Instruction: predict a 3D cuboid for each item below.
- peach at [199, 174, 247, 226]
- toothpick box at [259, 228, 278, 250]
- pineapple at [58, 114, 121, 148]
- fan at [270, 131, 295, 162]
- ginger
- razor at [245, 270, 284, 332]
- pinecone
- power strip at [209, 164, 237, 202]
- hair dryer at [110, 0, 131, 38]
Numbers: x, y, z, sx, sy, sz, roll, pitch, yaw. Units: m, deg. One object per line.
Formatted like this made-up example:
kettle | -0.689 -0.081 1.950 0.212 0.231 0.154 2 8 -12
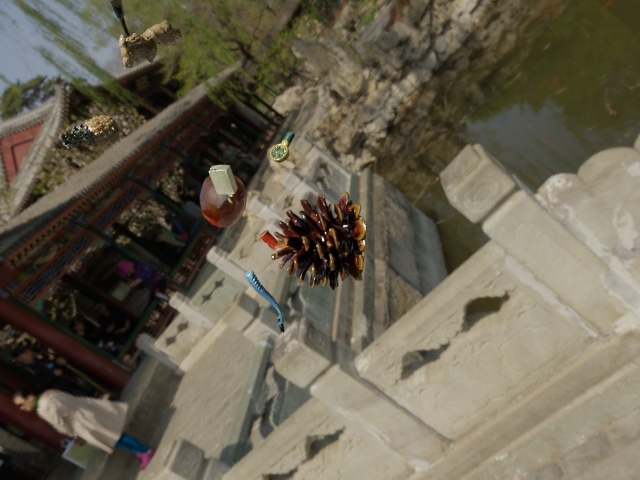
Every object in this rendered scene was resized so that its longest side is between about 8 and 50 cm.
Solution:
peach | -0.421 -0.176 2.336 0.199 0.243 0.243 -12 -19 -40
toothpick box | -0.196 -0.001 2.073 0.047 0.083 0.047 -39 19 16
pineapple | -0.769 -0.352 1.750 0.197 0.108 0.108 -28 -8 -43
fan | -0.156 -0.407 2.306 0.155 0.082 0.039 -61 -30 -13
ginger | -0.570 -0.678 1.816 0.084 0.122 0.290 12 39 29
razor | -0.179 0.199 1.796 0.042 0.253 0.082 -28 28 7
pinecone | 0.001 0.007 1.355 0.264 0.264 0.264 -50 14 16
power strip | -0.356 -0.207 1.977 0.075 0.175 0.042 0 42 15
hair dryer | -0.674 -0.788 1.701 0.359 0.120 0.304 86 180 -51
